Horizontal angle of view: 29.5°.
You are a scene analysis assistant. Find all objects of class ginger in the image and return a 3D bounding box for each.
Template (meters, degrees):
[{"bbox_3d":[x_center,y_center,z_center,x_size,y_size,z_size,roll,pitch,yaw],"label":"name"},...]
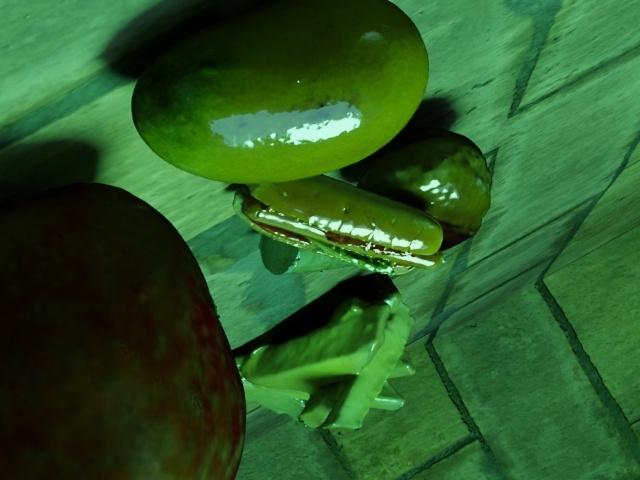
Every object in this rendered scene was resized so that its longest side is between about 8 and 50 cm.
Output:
[{"bbox_3d":[0.010,0.227,1.973,0.358,0.211,0.413,-27,167,-1],"label":"ginger"}]

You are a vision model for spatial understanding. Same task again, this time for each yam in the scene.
[{"bbox_3d":[0.000,0.000,1.396,0.078,0.078,0.179,-38,163,32],"label":"yam"}]

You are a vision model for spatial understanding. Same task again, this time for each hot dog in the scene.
[{"bbox_3d":[0.026,-0.014,1.209,0.235,0.062,0.092,17,140,-21],"label":"hot dog"}]

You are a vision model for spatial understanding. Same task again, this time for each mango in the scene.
[{"bbox_3d":[-0.028,-0.105,0.867,0.221,0.120,0.151,-19,161,-16],"label":"mango"}]

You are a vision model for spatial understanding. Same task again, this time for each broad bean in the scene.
[{"bbox_3d":[0.109,-0.056,1.328,0.156,0.122,0.228,-6,164,11],"label":"broad bean"}]

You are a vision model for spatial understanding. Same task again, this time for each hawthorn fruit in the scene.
[{"bbox_3d":[-0.200,0.124,0.946,0.308,0.325,0.308,-26,-164,8],"label":"hawthorn fruit"}]

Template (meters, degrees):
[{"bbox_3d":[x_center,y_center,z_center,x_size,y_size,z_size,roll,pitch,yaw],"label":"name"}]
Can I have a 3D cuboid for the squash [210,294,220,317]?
[{"bbox_3d":[-0.192,0.097,1.365,0.132,0.105,0.105,2,150,-32],"label":"squash"}]
